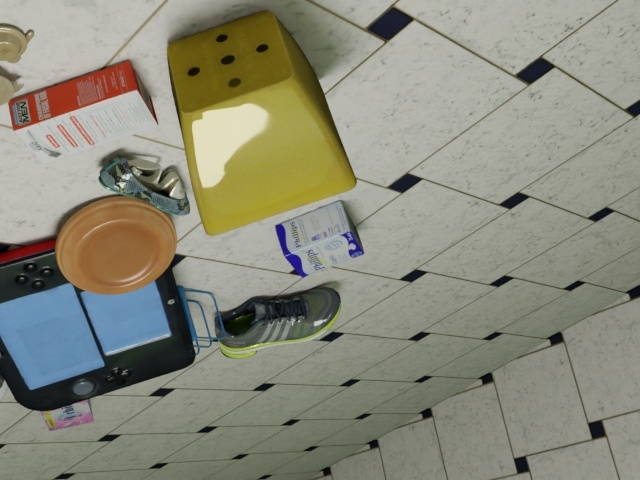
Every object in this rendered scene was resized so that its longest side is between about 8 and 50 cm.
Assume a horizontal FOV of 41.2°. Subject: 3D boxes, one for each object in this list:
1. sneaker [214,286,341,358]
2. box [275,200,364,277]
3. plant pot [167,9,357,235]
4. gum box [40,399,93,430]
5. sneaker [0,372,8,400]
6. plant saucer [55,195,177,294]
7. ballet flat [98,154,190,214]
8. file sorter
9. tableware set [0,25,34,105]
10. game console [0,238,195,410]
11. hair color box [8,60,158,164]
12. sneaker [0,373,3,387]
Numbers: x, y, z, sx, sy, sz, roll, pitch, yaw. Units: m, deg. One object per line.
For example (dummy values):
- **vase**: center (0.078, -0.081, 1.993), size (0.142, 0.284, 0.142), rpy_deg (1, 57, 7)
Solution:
- **sneaker**: center (-0.098, 0.174, 1.888), size (0.300, 0.111, 0.121), rpy_deg (-21, 150, 2)
- **box**: center (0.000, 0.000, 1.639), size (0.137, 0.072, 0.126), rpy_deg (-21, 154, 7)
- **plant pot**: center (-0.095, -0.168, 1.112), size (0.212, 0.212, 0.187), rpy_deg (-19, 142, 2)
- **gum box**: center (-0.607, 0.393, 2.034), size (0.107, 0.062, 0.188), rpy_deg (-11, 153, -14)
- **sneaker**: center (-0.745, 0.259, 1.606), size (0.323, 0.130, 0.236), rpy_deg (-33, 139, -41)
- **plant saucer**: center (-0.333, 0.018, 1.407), size (0.200, 0.037, 0.200), rpy_deg (-13, 132, -15)
- **ballet flat**: center (-0.254, -0.086, 1.318), size (0.070, 0.070, 0.188), rpy_deg (-31, 155, 24)
- **file sorter**: center (-0.298, 0.189, 1.770), size (0.170, 0.118, 0.104), rpy_deg (-33, 154, 28)
- **tableware set**: center (-0.423, -0.213, 0.999), size (0.169, 0.020, 0.141), rpy_deg (9, 142, -41)
- **game console**: center (-0.420, 0.145, 1.530), size (0.342, 0.060, 0.386), rpy_deg (-13, 134, -8)
- **hair color box**: center (-0.311, -0.167, 1.126), size (0.167, 0.053, 0.093), rpy_deg (-19, 156, -1)
- **sneaker**: center (-0.671, 0.199, 1.514), size (0.228, 0.130, 0.087), rpy_deg (24, 124, -37)
